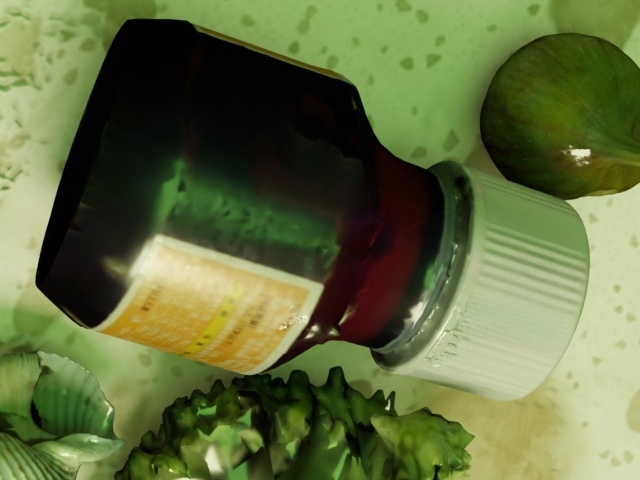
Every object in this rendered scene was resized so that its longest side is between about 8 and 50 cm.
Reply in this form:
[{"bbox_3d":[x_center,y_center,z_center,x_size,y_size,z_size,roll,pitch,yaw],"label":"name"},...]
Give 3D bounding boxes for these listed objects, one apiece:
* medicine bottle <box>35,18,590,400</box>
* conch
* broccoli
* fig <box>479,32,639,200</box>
[{"bbox_3d":[0.000,0.000,1.441,0.395,0.242,0.242,21,96,-17],"label":"medicine bottle"},{"bbox_3d":[-0.240,0.157,1.483,0.153,0.102,0.135,-27,100,-44],"label":"conch"},{"bbox_3d":[-0.033,0.278,1.477,0.293,0.281,0.348,-1,99,-18],"label":"broccoli"},{"bbox_3d":[0.226,-0.078,1.495,0.149,0.245,0.149,-7,108,-23],"label":"fig"}]
